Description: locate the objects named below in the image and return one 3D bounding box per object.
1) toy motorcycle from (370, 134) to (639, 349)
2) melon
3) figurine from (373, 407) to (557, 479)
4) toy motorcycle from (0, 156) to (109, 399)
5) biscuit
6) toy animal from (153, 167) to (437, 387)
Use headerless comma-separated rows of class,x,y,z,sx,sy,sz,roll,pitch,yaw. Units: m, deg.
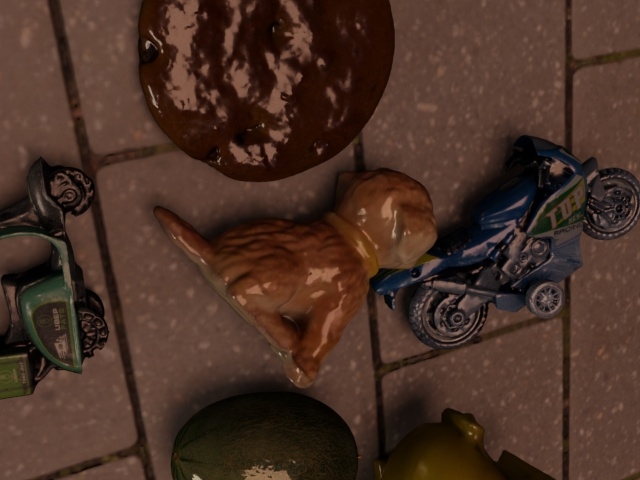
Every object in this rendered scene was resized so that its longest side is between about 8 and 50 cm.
toy motorcycle,0.168,-0.005,0.743,0.254,0.092,0.135,-35,109,-1
melon,-0.040,0.181,0.688,0.167,0.114,0.114,3,105,-23
figurine,0.074,0.308,0.730,0.218,0.169,0.326,38,65,-19
toy motorcycle,-0.206,0.026,0.592,0.100,0.058,0.173,-7,111,-17
biscuit,-0.034,-0.146,0.628,0.212,0.036,0.212,-8,110,-24
toy animal,-0.007,-0.011,0.654,0.185,0.104,0.184,-41,109,-3
